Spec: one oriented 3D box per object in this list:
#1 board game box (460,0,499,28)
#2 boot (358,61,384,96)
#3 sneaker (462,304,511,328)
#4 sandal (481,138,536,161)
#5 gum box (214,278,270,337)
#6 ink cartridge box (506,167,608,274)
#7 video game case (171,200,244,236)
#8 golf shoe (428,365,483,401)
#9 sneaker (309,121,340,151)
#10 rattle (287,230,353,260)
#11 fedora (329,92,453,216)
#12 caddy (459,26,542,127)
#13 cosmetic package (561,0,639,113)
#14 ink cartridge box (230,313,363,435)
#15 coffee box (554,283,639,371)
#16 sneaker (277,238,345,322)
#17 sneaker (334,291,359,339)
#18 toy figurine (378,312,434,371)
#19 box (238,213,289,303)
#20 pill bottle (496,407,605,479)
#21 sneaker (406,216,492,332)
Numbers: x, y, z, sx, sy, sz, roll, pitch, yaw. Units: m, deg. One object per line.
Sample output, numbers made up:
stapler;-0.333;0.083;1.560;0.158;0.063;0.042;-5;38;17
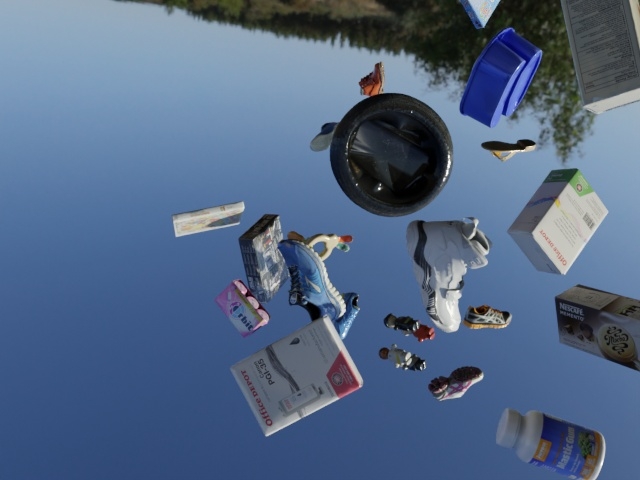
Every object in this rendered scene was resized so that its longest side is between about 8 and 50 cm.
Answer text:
board game box;0.567;-0.909;2.299;0.039;0.160;0.211;4;145;50
boot;0.167;-0.522;2.055;0.085;0.158;0.059;3;-116;0
sneaker;0.659;0.293;2.467;0.215;0.083;0.084;-2;-163;-23
sandal;0.758;-0.355;2.559;0.240;0.079;0.088;-7;-141;-16
gum box;-0.274;0.245;2.240;0.188;0.107;0.062;50;-162;10
ink cartridge box;0.749;-0.059;1.992;0.201;0.278;0.117;46;164;-21
video game case;-0.338;-0.062;1.891;0.207;0.026;0.227;-12;172;-13
golf shoe;0.453;0.473;2.075;0.186;0.086;0.067;-26;-153;21
sneaker;0.016;-0.356;2.159;0.152;0.058;0.085;-39;-155;-12
rattle;0.000;0.000;2.366;0.200;0.130;0.143;-27;-152;-19
fedora;0.171;-0.229;1.622;0.335;0.333;0.152;7;-158;-15
caddy;0.601;-0.560;2.173;0.179;0.341;0.241;38;-128;21
cosmetic package;0.688;-0.472;1.506;0.153;0.295;0.129;-12;172;38
ink cartridge box;-0.061;0.351;1.650;0.283;0.207;0.117;-29;175;4
coffee box;0.854;0.252;1.861;0.119;0.168;0.297;-21;-161;-25
sneaker;-0.050;0.143;2.099;0.147;0.329;0.130;-36;-171;-29
sneaker;0.117;0.319;2.684;0.082;0.209;0.069;-2;156;38
toy figurine;0.333;0.405;2.497;0.148;0.209;0.213;7;167;39
box;-0.230;0.076;2.652;0.077;0.307;0.242;3;-151;24
pill bottle;0.659;0.583;1.825;0.272;0.152;0.152;17;-159;8
sneaker;0.390;0.098;1.798;0.210;0.365;0.137;-11;-159;27
